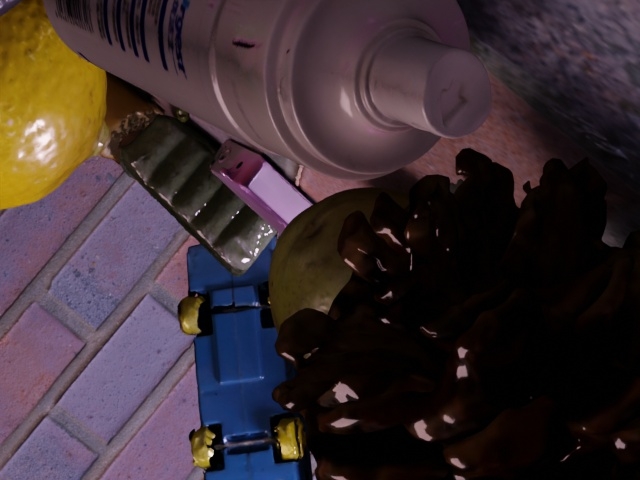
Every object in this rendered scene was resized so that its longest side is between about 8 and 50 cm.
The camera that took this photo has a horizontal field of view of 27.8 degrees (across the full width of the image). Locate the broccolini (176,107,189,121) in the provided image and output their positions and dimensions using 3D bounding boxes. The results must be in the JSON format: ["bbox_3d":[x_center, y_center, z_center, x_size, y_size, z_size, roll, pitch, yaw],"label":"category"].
[{"bbox_3d":[-0.150,-0.144,1.134,0.052,0.054,0.194,14,164,28],"label":"broccolini"}]

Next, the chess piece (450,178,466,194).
[{"bbox_3d":[0.097,0.000,0.699,0.093,0.042,0.042,42,176,30],"label":"chess piece"}]

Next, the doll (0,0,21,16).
[{"bbox_3d":[-0.287,-0.222,0.960,0.143,0.135,0.234,38,170,-11],"label":"doll"}]

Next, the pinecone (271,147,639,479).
[{"bbox_3d":[0.101,0.091,0.522,0.273,0.224,0.224,64,168,-11],"label":"pinecone"}]

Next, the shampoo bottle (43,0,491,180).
[{"bbox_3d":[-0.028,-0.090,0.543,0.092,0.092,0.303,43,172,-34],"label":"shampoo bottle"}]

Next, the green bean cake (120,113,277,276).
[{"bbox_3d":[-0.131,-0.051,1.428,0.185,0.094,0.183,39,175,-1],"label":"green bean cake"}]

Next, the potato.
[{"bbox_3d":[0.051,0.057,0.905,0.197,0.149,0.228,25,172,-4],"label":"potato"}]

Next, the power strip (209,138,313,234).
[{"bbox_3d":[0.000,0.000,1.289,0.279,0.037,0.109,42,174,-27],"label":"power strip"}]

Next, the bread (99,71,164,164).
[{"bbox_3d":[-0.266,-0.162,1.471,0.173,0.085,0.134,36,-178,7],"label":"bread"}]

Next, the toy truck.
[{"bbox_3d":[-0.095,0.191,1.798,0.162,0.161,0.385,50,-148,-73],"label":"toy truck"}]

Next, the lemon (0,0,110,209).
[{"bbox_3d":[-0.340,-0.157,1.181,0.319,0.245,0.245,26,176,-10],"label":"lemon"}]
